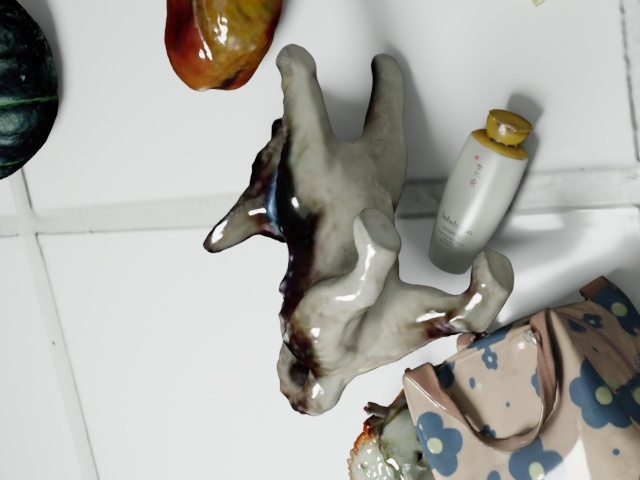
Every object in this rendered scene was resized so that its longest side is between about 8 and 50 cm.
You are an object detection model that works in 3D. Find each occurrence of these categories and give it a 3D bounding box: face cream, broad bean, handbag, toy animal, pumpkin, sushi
[{"bbox_3d":[0.166,-0.049,0.910,0.072,0.051,0.182,35,122,26],"label":"face cream"},{"bbox_3d":[-0.114,-0.283,0.991,0.156,0.122,0.228,31,118,53],"label":"broad bean"},{"bbox_3d":[0.220,0.168,0.866,0.251,0.190,0.193,-31,80,40],"label":"handbag"},{"bbox_3d":[0.000,0.000,0.937,0.303,0.194,0.344,-52,47,40],"label":"toy animal"},{"bbox_3d":[-0.529,-0.217,1.234,0.315,0.238,0.315,8,105,33],"label":"pumpkin"},{"bbox_3d":[0.133,0.320,1.012,0.130,0.124,0.332,-29,89,49],"label":"sushi"}]

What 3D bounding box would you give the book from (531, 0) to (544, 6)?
[{"bbox_3d":[0.205,-0.292,0.825,0.077,0.014,0.111,-38,82,37],"label":"book"}]
